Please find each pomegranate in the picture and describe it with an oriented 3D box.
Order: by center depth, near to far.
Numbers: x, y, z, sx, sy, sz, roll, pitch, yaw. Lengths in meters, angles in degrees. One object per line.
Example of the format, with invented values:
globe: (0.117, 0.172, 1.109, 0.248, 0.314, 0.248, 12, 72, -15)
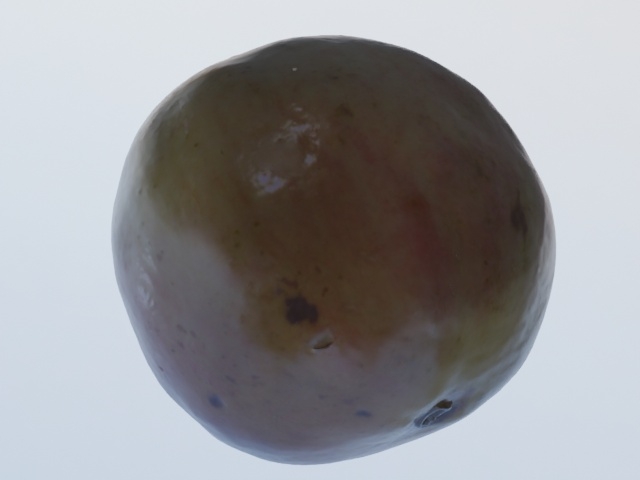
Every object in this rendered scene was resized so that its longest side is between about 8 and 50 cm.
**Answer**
pomegranate: (0.003, 0.001, 0.849, 0.191, 0.191, 0.191, 16, -157, -7)
